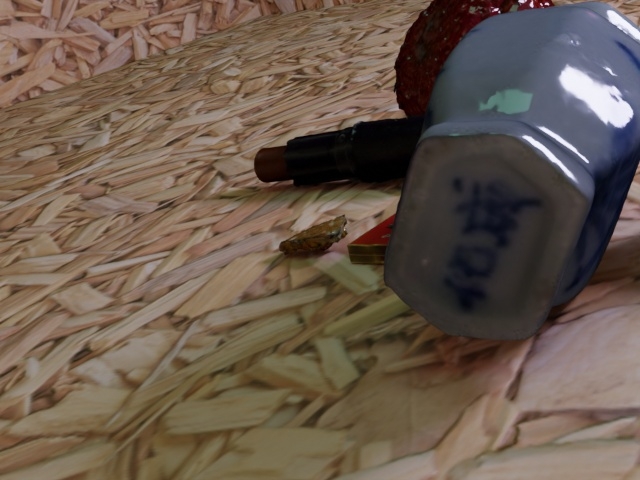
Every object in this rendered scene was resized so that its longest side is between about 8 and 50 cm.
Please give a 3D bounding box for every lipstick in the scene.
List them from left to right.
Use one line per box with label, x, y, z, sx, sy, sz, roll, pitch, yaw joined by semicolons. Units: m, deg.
lipstick;0.047;-0.113;1.433;0.300;0.081;0.081;-4;19;31

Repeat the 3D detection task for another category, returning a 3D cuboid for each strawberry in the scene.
strawberry;0.236;-0.273;1.584;0.274;0.220;0.274;-9;21;4

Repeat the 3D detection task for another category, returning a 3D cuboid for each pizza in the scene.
pizza;0.000;0.001;1.196;0.083;0.025;0.078;-23;15;-12

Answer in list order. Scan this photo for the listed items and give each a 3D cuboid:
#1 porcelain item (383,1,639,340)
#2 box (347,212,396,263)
porcelain item;0.185;-0.077;0.967;0.179;0.242;0.405;21;30;15
box;0.101;-0.008;1.165;0.090;0.023;0.133;-1;20;37
